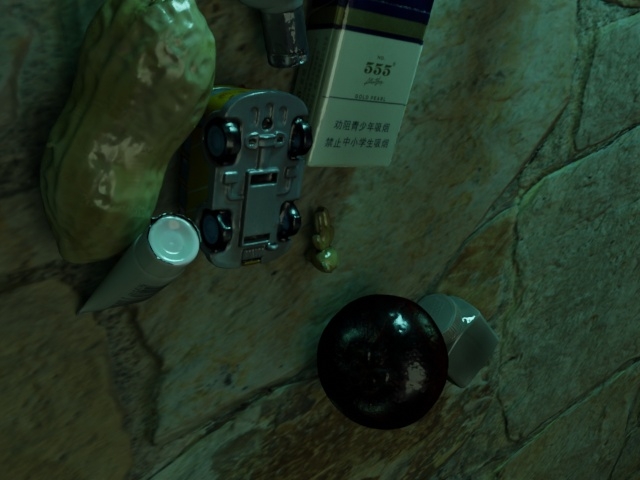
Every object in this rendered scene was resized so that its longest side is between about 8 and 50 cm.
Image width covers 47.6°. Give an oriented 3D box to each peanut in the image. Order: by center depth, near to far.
[{"bbox_3d":[-0.204,-0.114,0.759,0.149,0.149,0.313,12,108,-45],"label":"peanut"}]

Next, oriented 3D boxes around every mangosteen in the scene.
[{"bbox_3d":[0.103,0.196,1.167,0.216,0.216,0.216,-21,126,-32],"label":"mangosteen"}]

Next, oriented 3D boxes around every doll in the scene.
[{"bbox_3d":[0.009,0.001,1.074,0.061,0.051,0.093,-37,144,-61],"label":"doll"}]

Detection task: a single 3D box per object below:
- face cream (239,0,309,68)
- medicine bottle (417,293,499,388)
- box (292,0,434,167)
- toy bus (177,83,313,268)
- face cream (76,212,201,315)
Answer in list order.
[{"bbox_3d":[-0.054,-0.339,0.807,0.143,0.071,0.291,-30,129,-25],"label":"face cream"},{"bbox_3d":[0.247,0.180,1.365,0.132,0.088,0.188,-51,136,-8],"label":"medicine bottle"},{"bbox_3d":[0.050,-0.228,0.966,0.168,0.071,0.259,-3,115,-41],"label":"box"},{"bbox_3d":[-0.101,-0.085,0.862,0.126,0.136,0.210,-10,119,-38],"label":"toy bus"},{"bbox_3d":[-0.201,0.040,0.813,0.092,0.243,0.058,-12,76,-35],"label":"face cream"}]
